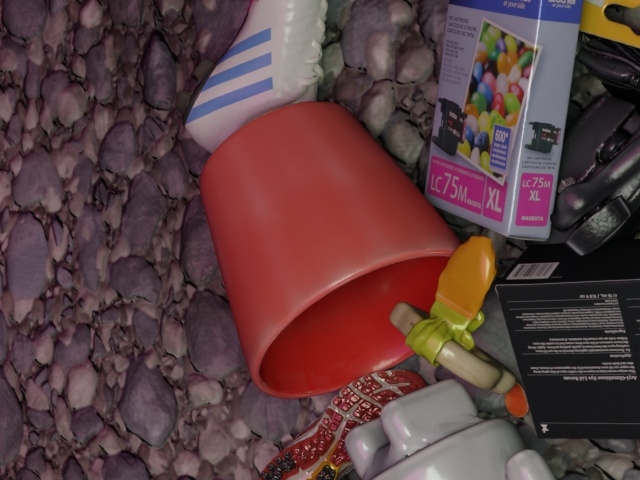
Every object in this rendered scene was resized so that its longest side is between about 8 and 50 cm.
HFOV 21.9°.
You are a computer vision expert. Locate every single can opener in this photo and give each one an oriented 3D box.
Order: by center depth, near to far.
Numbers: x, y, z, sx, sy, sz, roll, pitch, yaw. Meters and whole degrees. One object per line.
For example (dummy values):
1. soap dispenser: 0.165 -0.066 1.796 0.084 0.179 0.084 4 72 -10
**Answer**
1. can opener: 0.300 -0.069 1.628 0.073 0.059 0.186 43 101 -3

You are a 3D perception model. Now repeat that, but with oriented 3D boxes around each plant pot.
1. plant pot: 0.000 0.000 1.801 0.275 0.275 0.243 -41 61 25

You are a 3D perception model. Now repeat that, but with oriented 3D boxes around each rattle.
1. rattle: 0.179 0.091 1.732 0.130 0.199 0.143 14 78 57

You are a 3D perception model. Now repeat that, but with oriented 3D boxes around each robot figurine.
1. robot figurine: 0.163 0.325 1.715 0.300 0.199 0.354 -43 69 50

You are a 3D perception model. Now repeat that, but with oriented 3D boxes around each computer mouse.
1. computer mouse: 0.280 -0.070 1.701 0.188 0.072 0.272 37 117 29

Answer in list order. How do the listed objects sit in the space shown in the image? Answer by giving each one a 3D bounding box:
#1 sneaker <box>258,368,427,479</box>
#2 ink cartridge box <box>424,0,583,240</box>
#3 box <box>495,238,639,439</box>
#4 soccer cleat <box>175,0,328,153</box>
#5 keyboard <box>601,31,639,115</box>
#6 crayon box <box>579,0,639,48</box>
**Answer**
1. sneaker: 0.024 0.219 1.874 0.225 0.093 0.088 -36 90 9
2. ink cartridge box: 0.190 -0.172 1.722 0.186 0.065 0.311 27 111 62
3. box: 0.328 0.098 1.638 0.261 0.103 0.184 -3 113 31
4. soccer cleat: -0.034 -0.231 1.910 0.143 0.116 0.331 36 111 10
5. keyboard: 0.377 -0.136 1.695 0.192 0.038 0.100 51 137 20
6. crayon box: 0.378 -0.345 1.657 0.203 0.083 0.323 22 100 30
